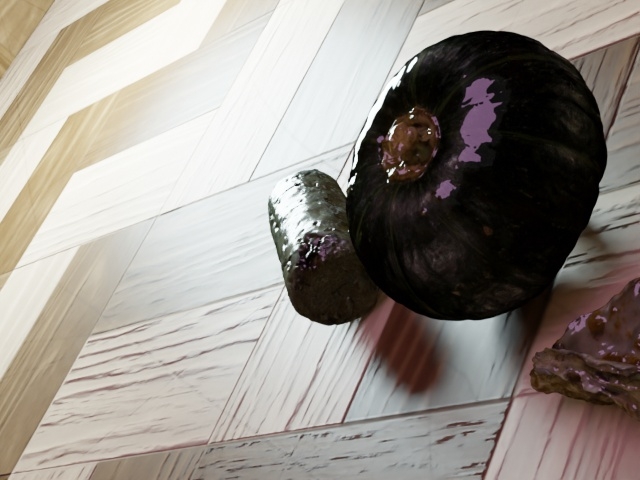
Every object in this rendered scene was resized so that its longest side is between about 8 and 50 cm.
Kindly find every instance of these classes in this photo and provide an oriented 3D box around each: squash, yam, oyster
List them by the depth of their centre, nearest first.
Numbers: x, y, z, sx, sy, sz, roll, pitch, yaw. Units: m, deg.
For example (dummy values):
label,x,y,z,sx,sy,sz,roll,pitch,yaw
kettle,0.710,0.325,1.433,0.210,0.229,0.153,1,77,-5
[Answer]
label,x,y,z,sx,sy,sz,roll,pitch,yaw
oyster,0.185,0.056,0.790,0.177,0.056,0.105,-28,25,35
squash,0.102,-0.042,0.943,0.193,0.156,0.193,-37,27,23
yam,0.000,0.000,1.148,0.078,0.078,0.179,-42,24,12
